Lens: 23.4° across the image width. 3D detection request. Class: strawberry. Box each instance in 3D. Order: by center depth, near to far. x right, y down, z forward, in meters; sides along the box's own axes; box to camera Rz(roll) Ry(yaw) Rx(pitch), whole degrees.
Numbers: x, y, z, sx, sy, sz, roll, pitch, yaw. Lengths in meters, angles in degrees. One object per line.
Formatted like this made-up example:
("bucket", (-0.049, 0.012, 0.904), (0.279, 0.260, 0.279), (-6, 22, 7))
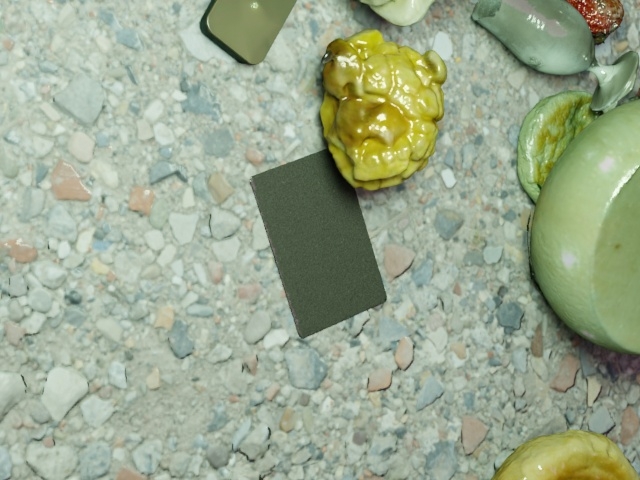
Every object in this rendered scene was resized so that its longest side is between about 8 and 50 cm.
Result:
("strawberry", (0.370, -0.315, 2.109), (0.083, 0.083, 0.096), (-6, 78, -32))

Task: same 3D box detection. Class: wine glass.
("wine glass", (0.310, -0.264, 2.041), (0.222, 0.103, 0.103), (32, 73, -14))

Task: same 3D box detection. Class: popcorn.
("popcorn", (0.076, -0.163, 1.894), (0.163, 0.140, 0.194), (-18, 89, -22))

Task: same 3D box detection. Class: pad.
("pad", (0.000, 0.000, 1.917), (0.143, 0.003, 0.211), (-22, 100, -30))

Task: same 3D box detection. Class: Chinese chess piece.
("Chinese chess piece", (0.440, -0.020, 2.049), (0.349, 0.146, 0.349), (-14, 118, -27))

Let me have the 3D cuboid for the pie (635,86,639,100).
("pie", (0.495, -0.144, 2.190), (0.182, 0.049, 0.182), (3, 85, -41))

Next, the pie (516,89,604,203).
("pie", (0.341, -0.112, 2.107), (0.187, 0.041, 0.187), (0, 89, -32))

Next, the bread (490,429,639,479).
("bread", (0.314, 0.365, 2.032), (0.244, 0.134, 0.244), (-1, 92, -29))

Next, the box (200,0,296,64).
("box", (-0.085, -0.279, 1.852), (0.091, 0.031, 0.126), (35, 71, -26))

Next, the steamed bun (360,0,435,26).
("steamed bun", (0.104, -0.429, 1.885), (0.280, 0.207, 0.268), (-35, 109, 1))
